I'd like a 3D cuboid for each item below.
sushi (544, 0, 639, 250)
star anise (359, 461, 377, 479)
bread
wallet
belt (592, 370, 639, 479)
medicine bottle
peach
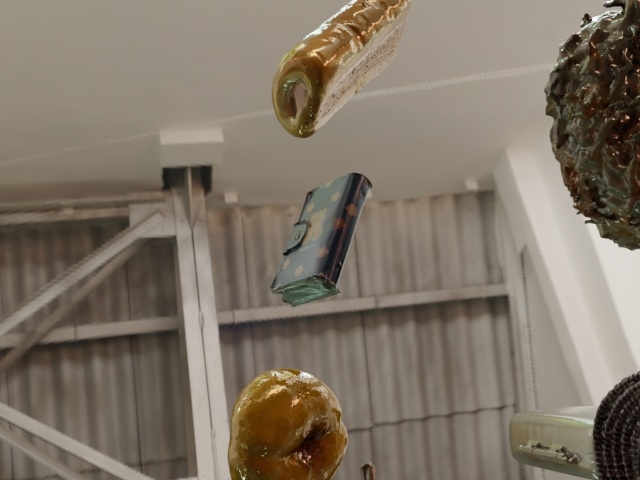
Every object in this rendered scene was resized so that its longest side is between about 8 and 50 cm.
[{"bbox_3d":[0.494,-0.173,1.122,0.417,0.176,0.418,-3,-83,-23],"label":"sushi"},{"bbox_3d":[0.085,0.507,1.135,0.139,0.316,0.360,-9,-108,-4],"label":"star anise"},{"bbox_3d":[0.031,-0.267,1.140,0.091,0.142,0.305,27,-134,16],"label":"bread"},{"bbox_3d":[-0.001,0.000,1.234,0.059,0.141,0.202,34,-123,-25],"label":"wallet"},{"bbox_3d":[0.458,0.264,0.871,0.122,0.260,0.325,4,-159,-38],"label":"belt"},{"bbox_3d":[0.541,0.382,1.527,0.282,0.375,0.123,1,-100,-15],"label":"medicine bottle"},{"bbox_3d":[-0.041,0.247,1.003,0.103,0.179,0.179,9,-134,46],"label":"peach"}]
